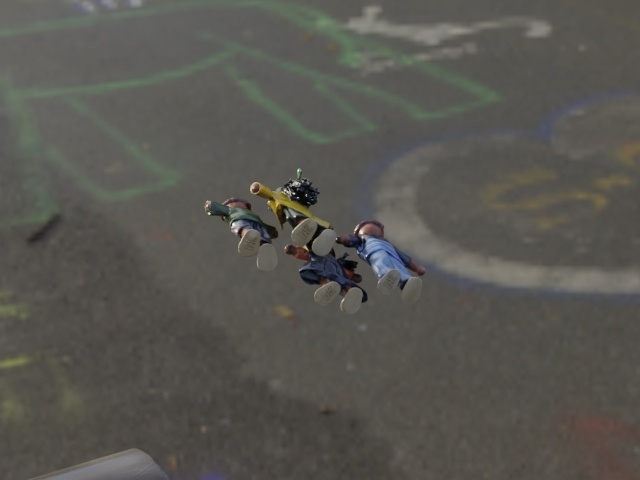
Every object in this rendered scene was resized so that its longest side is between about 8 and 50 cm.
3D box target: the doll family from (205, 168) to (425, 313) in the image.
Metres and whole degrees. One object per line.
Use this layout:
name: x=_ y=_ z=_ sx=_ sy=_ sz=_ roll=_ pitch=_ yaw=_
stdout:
doll family: x=0.000 y=0.000 z=1.283 sx=0.193 sy=0.076 sz=0.111 roll=34 pitch=8 yaw=-25

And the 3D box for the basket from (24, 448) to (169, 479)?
basket: x=-0.229 y=0.283 z=1.336 sx=0.227 sy=0.204 sz=0.154 roll=-24 pitch=-1 yaw=-26
